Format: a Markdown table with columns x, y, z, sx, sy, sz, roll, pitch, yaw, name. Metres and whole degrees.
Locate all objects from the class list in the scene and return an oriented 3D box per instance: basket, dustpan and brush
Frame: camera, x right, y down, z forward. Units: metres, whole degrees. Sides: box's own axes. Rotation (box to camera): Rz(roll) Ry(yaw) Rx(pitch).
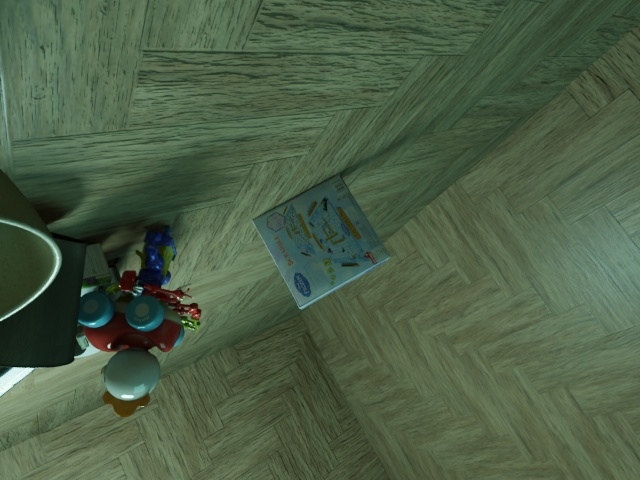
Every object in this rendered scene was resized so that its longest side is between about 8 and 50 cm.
| x | y | z | sx | sy | sz | roll | pitch | yaw | name |
| --- | --- | --- | --- | --- | --- | --- | --- | --- | --- |
| -0.527 | 0.097 | 0.810 | 0.204 | 0.226 | 0.154 | 19 | 175 | -36 | basket |
| -0.790 | 0.356 | 1.583 | 0.147 | 0.060 | 0.211 | -42 | 160 | -7 | dustpan and brush |

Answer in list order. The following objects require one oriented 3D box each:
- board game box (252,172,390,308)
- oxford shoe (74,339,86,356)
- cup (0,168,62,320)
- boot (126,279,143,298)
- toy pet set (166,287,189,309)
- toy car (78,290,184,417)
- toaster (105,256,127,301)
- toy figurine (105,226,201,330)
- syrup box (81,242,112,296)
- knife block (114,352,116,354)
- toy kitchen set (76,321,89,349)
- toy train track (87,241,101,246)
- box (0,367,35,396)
| x | y | z | sx | sy | sz | roll | pitch | yaw | name |
| --- | --- | --- | --- | --- | --- | --- | --- | --- | --- |
| 0.000 | 0.000 | 1.387 | 0.318 | 0.318 | 0.066 | -28 | 166 | -5 | board game box |
| -0.840 | 0.331 | 1.363 | 0.076 | 0.076 | 0.212 | 7 | 173 | 30 | oxford shoe |
| -0.493 | -0.031 | 0.466 | 0.331 | 0.236 | 0.331 | -28 | 165 | -8 | cup |
| -0.557 | 0.148 | 1.315 | 0.086 | 0.069 | 0.190 | -48 | 166 | 32 | boot |
| -0.546 | 0.220 | 1.620 | 0.122 | 0.065 | 0.114 | -43 | -164 | 50 | toy pet set |
| -0.429 | 0.259 | 0.974 | 0.211 | 0.237 | 0.219 | 5 | 155 | -1 | toy car |
| -0.594 | 0.147 | 1.127 | 0.168 | 0.110 | 0.186 | -17 | 160 | -45 | toaster |
| -0.382 | 0.079 | 1.118 | 0.191 | 0.217 | 0.362 | 7 | 156 | -7 | toy figurine |
| -0.583 | 0.088 | 0.940 | 0.237 | 0.096 | 0.093 | -15 | 162 | -36 | syrup box |
| -0.662 | 0.355 | 1.665 | 0.242 | 0.088 | 0.276 | -37 | 178 | -30 | knife block |
| -0.541 | 0.194 | 1.042 | 0.075 | 0.083 | 0.068 | -22 | 122 | -27 | toy kitchen set |
| -0.530 | 0.012 | 0.981 | 0.083 | 0.014 | 0.048 | -12 | 162 | -39 | toy train track |
| -0.712 | 0.239 | 0.988 | 0.233 | 0.183 | 0.059 | -40 | 148 | 1 | box |
